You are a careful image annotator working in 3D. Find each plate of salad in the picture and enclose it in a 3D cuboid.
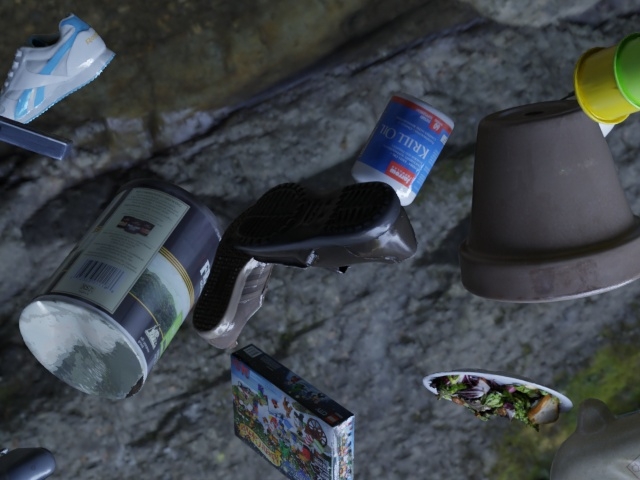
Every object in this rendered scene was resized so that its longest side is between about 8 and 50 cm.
[{"bbox_3d":[0.233,0.215,1.311,0.200,0.048,0.200,11,160,4],"label":"plate of salad"}]

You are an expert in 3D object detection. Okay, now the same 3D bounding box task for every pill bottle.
[{"bbox_3d":[0.131,-0.138,1.727,0.221,0.124,0.124,-62,149,0],"label":"pill bottle"}]

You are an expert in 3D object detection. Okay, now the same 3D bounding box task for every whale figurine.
[{"bbox_3d":[0.430,0.281,1.286,0.272,0.216,0.141,-53,165,23],"label":"whale figurine"}]

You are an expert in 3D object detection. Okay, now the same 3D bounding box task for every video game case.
[{"bbox_3d":[-0.431,-0.152,1.155,0.274,0.026,0.196,18,-177,-13],"label":"video game case"}]

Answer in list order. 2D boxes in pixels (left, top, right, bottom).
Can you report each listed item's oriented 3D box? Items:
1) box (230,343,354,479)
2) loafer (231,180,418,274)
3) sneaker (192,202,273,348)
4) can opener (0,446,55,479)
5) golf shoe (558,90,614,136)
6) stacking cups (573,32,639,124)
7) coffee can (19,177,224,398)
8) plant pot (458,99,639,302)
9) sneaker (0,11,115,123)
[{"bbox_3d":[-0.044,0.273,1.449,0.044,0.233,0.159,-22,125,-36],"label":"box"},{"bbox_3d":[0.000,0.000,0.886,0.220,0.080,0.078,2,142,53],"label":"loafer"},{"bbox_3d":[-0.092,0.041,1.185,0.188,0.066,0.071,-61,147,-17],"label":"sneaker"},{"bbox_3d":[-0.328,0.261,1.004,0.095,0.076,0.283,-27,180,-27],"label":"can opener"},{"bbox_3d":[0.378,-0.143,1.615,0.273,0.120,0.105,-35,112,28],"label":"golf shoe"},{"bbox_3d":[0.398,-0.195,1.015,0.096,0.096,0.316,-12,180,-25],"label":"stacking cups"},{"bbox_3d":[-0.289,0.068,1.471,0.201,0.201,0.275,-55,-176,48],"label":"coffee can"},{"bbox_3d":[0.302,-0.063,1.327,0.263,0.229,0.263,-11,-165,3],"label":"plant pot"},{"bbox_3d":[-0.403,-0.235,1.392,0.229,0.087,0.092,-30,114,18],"label":"sneaker"}]
